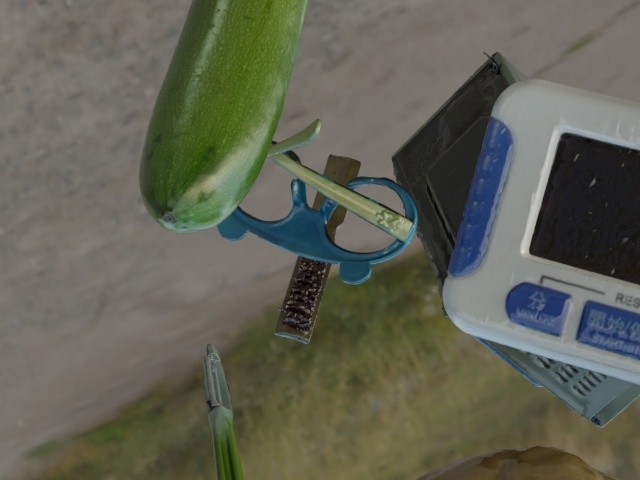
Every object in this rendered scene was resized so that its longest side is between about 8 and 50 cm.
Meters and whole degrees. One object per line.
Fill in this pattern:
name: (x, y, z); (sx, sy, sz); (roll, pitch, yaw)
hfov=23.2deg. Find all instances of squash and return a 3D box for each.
squash: (-0.076, -0.155, 1.349); (0.107, 0.395, 0.107); (8, 144, 6)

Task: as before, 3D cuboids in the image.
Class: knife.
knife: (-0.077, 0.156, 1.238); (0.022, 0.184, 0.026); (-15, 136, 3)

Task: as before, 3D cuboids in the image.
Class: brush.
brush: (0.000, 0.000, 1.716); (0.043, 0.248, 0.036); (17, 147, 2)

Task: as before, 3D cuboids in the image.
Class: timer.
timer: (0.220, 0.005, 1.018); (0.253, 0.178, 0.078); (17, -179, 17)

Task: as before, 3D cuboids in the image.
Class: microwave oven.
microwave oven: (0.250, -0.001, 1.791); (0.286, 0.355, 0.218); (36, 109, -29)

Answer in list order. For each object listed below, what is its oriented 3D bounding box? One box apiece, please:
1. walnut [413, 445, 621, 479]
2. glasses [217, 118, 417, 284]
walnut: (0.186, 0.380, 1.477); (0.381, 0.381, 0.381); (-23, 166, -6)
glasses: (-0.016, -0.078, 1.562); (0.102, 0.239, 0.207); (-52, 152, -35)
